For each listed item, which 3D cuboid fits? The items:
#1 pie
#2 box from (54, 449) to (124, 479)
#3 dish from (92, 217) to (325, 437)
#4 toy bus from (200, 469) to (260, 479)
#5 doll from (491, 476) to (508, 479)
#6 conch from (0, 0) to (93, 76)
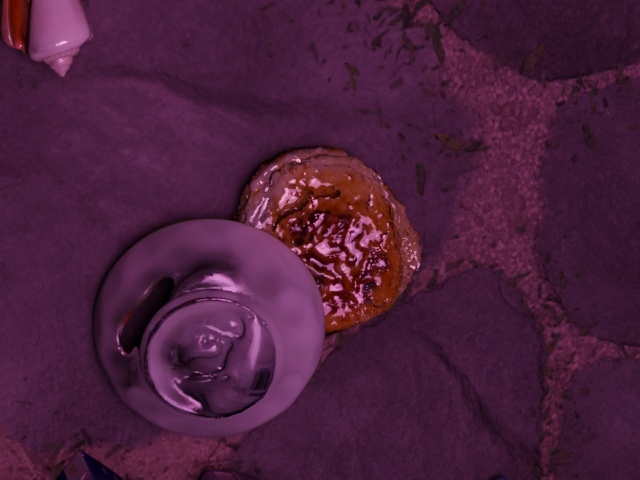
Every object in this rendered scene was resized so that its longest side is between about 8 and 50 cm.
[{"bbox_3d":[0.000,0.000,1.869,0.308,0.085,0.308,-5,104,-18],"label":"pie"},{"bbox_3d":[-0.366,0.457,1.773,0.106,0.200,0.299,40,87,-22],"label":"box"},{"bbox_3d":[-0.149,0.140,1.780,0.324,0.124,0.324,-2,110,-5],"label":"dish"},{"bbox_3d":[-0.130,0.446,1.894,0.142,0.142,0.202,21,93,-29],"label":"toy bus"},{"bbox_3d":[0.254,0.424,2.090,0.125,0.027,0.037,-44,120,-6],"label":"doll"},{"bbox_3d":[-0.352,-0.295,1.671,0.104,0.094,0.176,-10,104,23],"label":"conch"}]
